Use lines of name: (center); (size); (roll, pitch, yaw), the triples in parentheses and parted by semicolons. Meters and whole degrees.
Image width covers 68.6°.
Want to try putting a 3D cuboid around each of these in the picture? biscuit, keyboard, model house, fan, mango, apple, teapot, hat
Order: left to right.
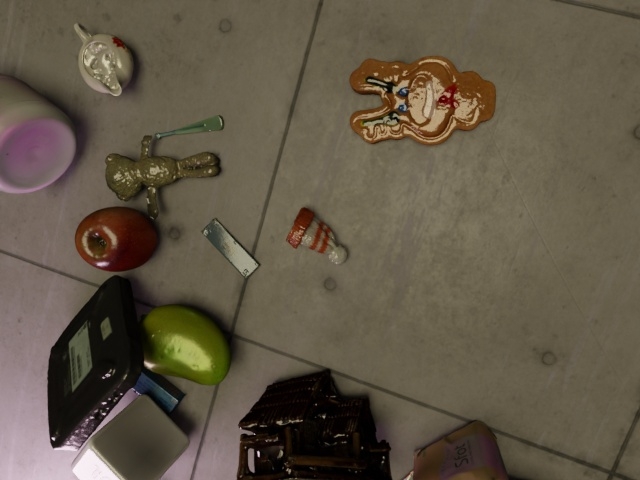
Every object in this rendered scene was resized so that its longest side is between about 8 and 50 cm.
teapot: (-0.554, -0.461, 1.206); (0.145, 0.092, 0.226); (-38, 87, 10)
apple: (-0.527, -0.002, 1.219); (0.181, 0.168, 0.180); (1, 97, 5)
mango: (-0.356, 0.266, 1.224); (0.274, 0.149, 0.185); (9, 86, 12)
fan: (-0.343, -0.289, 1.222); (0.193, 0.016, 0.038); (-10, 97, 12)
keyboard: (-0.238, 0.021, 1.240); (0.176, 0.014, 0.055); (45, 102, 3)
model house: (-0.007, 0.447, 1.134); (0.318, 0.297, 0.282); (-15, 50, 18)
hat: (0.000, 0.000, 1.158); (0.163, 0.112, 0.093); (29, 129, -4)
biscuit: (0.231, -0.324, 1.088); (0.335, 0.047, 0.201); (4, 97, 10)

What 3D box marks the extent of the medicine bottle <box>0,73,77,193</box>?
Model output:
medicine bottle: (-0.828, -0.299, 1.198); (0.325, 0.256, 0.256); (35, 102, 14)

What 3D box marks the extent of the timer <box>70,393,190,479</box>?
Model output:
timer: (-0.501, 0.565, 1.241); (0.192, 0.194, 0.195); (45, 126, 3)

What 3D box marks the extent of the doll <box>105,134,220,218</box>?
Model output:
doll: (-0.418, -0.188, 1.220); (0.286, 0.091, 0.202); (-32, 101, 12)

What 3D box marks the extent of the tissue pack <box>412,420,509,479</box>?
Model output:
tissue pack: (0.319, 0.553, 1.070); (0.215, 0.257, 0.122); (-35, 92, 14)

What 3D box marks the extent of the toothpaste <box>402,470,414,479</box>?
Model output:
toothpaste: (0.187, 0.675, 1.228); (0.190, 0.031, 0.048); (-42, 85, 10)

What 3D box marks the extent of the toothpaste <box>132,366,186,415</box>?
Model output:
toothpaste: (-0.509, 0.382, 1.321); (0.272, 0.053, 0.066); (36, 98, 6)

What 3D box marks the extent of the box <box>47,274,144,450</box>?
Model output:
box: (-0.585, 0.304, 1.208); (0.350, 0.091, 0.359); (-48, 45, 16)
